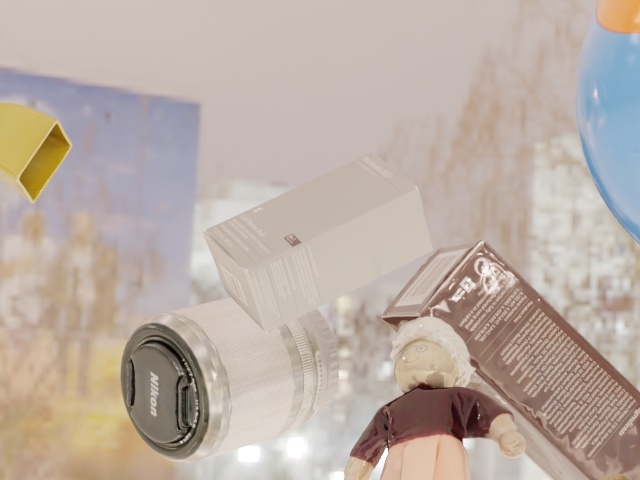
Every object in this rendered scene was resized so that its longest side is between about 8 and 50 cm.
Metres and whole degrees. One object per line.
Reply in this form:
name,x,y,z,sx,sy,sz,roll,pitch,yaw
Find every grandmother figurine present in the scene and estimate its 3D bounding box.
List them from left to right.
grandmother figurine,0.111,0.217,1.794,0.208,0.342,0.104,-9,-47,13

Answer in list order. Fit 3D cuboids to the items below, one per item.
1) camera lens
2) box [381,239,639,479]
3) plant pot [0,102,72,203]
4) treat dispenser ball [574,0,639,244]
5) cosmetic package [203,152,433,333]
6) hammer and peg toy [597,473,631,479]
camera lens,-0.137,0.196,2.542,0.274,0.219,0.219,-12,4,-42
box,0.274,0.178,2.268,0.381,0.143,0.191,42,-11,-7
plant pot,-0.333,-0.104,1.894,0.083,0.081,0.081,29,-13,12
treat dispenser ball,0.319,-0.100,1.192,0.288,0.288,0.288,3,-8,0
cosmetic package,0.000,0.000,2.067,0.238,0.107,0.127,-29,34,-16
hammer and peg toy,0.437,0.228,1.512,0.361,0.127,0.266,5,-31,-31
